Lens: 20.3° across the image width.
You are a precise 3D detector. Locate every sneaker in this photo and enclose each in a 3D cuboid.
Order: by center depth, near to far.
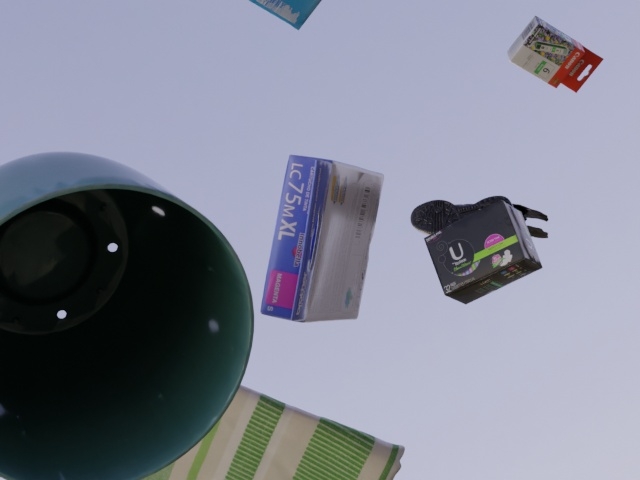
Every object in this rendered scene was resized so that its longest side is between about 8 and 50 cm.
[{"bbox_3d":[0.213,-0.023,2.388,0.170,0.051,0.089,-7,-22,21],"label":"sneaker"}]

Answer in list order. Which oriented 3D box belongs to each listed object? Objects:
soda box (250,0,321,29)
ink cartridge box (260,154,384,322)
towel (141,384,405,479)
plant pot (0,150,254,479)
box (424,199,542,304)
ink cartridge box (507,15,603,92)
[{"bbox_3d":[0.008,-0.327,1.883,0.067,0.071,0.210,30,-55,-16],"label":"soda box"},{"bbox_3d":[0.000,0.000,2.070,0.311,0.065,0.186,4,-84,-77],"label":"ink cartridge box"},{"bbox_3d":[-0.076,0.305,2.372,0.038,0.325,0.248,-73,5,-58],"label":"towel"},{"bbox_3d":[-0.236,0.050,1.653,0.293,0.235,0.293,-8,-68,-19],"label":"plant pot"},{"bbox_3d":[0.148,0.011,1.627,0.083,0.062,0.052,-27,-22,20],"label":"box"},{"bbox_3d":[0.305,-0.233,2.302,0.115,0.029,0.063,28,-64,-19],"label":"ink cartridge box"}]
